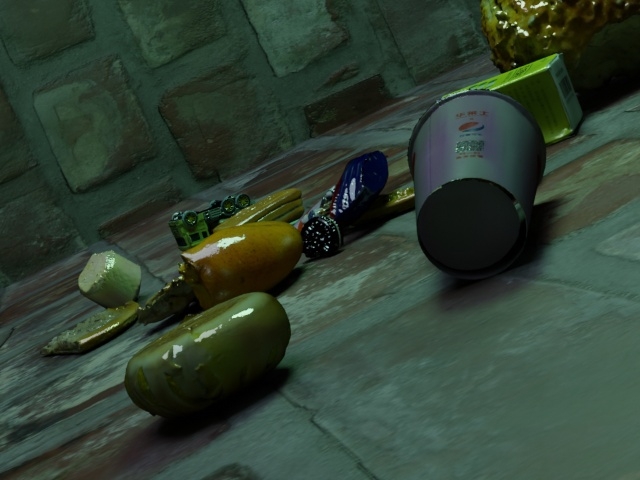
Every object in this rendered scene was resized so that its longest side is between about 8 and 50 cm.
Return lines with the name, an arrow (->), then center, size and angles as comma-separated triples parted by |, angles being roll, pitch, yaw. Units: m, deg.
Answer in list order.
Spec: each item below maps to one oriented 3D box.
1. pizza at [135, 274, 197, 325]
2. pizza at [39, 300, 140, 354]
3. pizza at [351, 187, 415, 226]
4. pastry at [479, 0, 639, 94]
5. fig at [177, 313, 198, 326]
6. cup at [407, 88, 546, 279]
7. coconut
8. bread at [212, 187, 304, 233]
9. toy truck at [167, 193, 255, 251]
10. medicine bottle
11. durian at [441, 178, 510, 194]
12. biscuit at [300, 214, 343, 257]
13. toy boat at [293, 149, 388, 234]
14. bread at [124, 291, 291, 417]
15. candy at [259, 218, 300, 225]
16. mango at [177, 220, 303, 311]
pizza -> -0.201, 0.062, 1.983 | 0.297, 0.071, 0.189 | -32, 1, -41
pizza -> -0.445, 0.170, 2.143 | 0.262, 0.034, 0.181 | -14, 15, 47
pizza -> 0.124, -0.067, 2.000 | 0.160, 0.035, 0.099 | -18, 12, 34
pastry -> 0.492, -0.453, 2.196 | 0.405, 0.337, 0.292 | -18, -32, -20
fig -> -0.170, 0.140, 1.508 | 0.074, 0.088, 0.074 | -1, 14, 0
cup -> 0.200, -0.066, 1.460 | 0.203, 0.203, 0.288 | -22, 17, 16
coconut -> -0.427, 0.087, 2.306 | 0.116, 0.122, 0.116 | -25, 47, 31
bread -> -0.123, -0.041, 2.324 | 0.200, 0.077, 0.116 | -32, 7, -29
toy truck -> -0.223, -0.027, 2.401 | 0.191, 0.116, 0.085 | -20, 7, -27
medicine bottle -> 0.338, -0.228, 2.027 | 0.250, 0.141, 0.137 | -20, 9, 25
durian -> 0.252, -0.121, 1.733 | 0.168, 0.137, 0.158 | -13, 29, -6
biscuit -> 0.000, 0.000, 1.904 | 0.027, 0.087, 0.089 | 5, -56, -47
toy boat -> 0.022, -0.068, 2.055 | 0.219, 0.072, 0.318 | -53, 13, -29
bread -> -0.134, 0.143, 1.354 | 0.213, 0.104, 0.213 | -28, 9, 5
candy -> -0.071, -0.026, 2.252 | 0.061, 0.061, 0.202 | -18, 4, 35
mango -> -0.120, 0.034, 1.826 | 0.154, 0.126, 0.252 | -31, -3, 43
